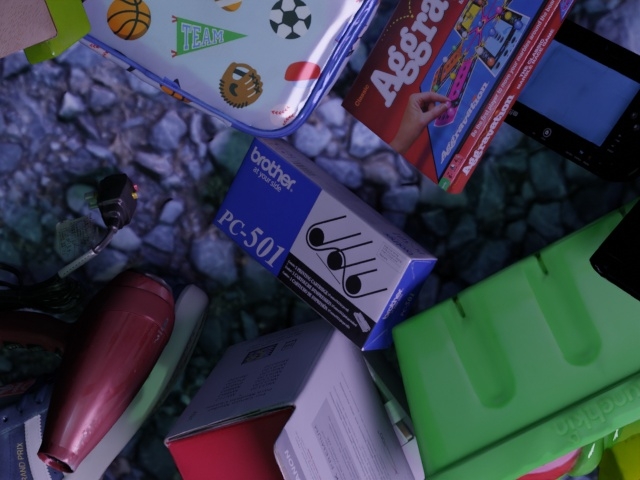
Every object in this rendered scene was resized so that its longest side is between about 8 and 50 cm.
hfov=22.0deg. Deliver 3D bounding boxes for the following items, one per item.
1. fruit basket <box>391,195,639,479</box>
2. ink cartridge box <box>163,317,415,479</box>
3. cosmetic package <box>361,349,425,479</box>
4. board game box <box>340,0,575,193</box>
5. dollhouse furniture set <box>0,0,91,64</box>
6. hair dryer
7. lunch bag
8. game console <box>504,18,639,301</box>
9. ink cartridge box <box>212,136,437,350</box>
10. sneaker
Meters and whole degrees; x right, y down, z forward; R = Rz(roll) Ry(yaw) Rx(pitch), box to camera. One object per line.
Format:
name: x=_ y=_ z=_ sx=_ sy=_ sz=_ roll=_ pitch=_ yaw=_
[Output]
fruit basket: x=0.287 y=0.166 z=1.438 sx=0.392 sy=0.283 sz=0.392 roll=0 pitch=91 yaw=17
ink cartridge box: x=-0.005 y=0.261 z=1.426 sx=0.130 sy=0.272 sz=0.309 roll=-18 pitch=104 yaw=19
cosmetic package: x=0.061 y=0.201 z=1.573 sx=0.099 sy=0.060 sz=0.239 roll=-34 pitch=99 yaw=17
board game box: x=0.136 y=-0.197 z=1.422 sx=0.145 sy=0.027 sz=0.281 roll=42 pitch=112 yaw=33
dollhouse furniture set: x=-0.374 y=-0.208 z=1.412 sx=0.301 sy=0.151 sz=0.197 roll=-11 pitch=105 yaw=40
hair dryer: x=-0.230 y=0.091 z=1.497 sx=0.224 sy=0.293 sz=0.080 roll=-33 pitch=131 yaw=15
lunch bag: x=-0.096 y=-0.251 z=1.438 sx=0.303 sy=0.115 sz=0.243 roll=31 pitch=106 yaw=-2
game console: x=0.257 y=-0.077 z=1.340 sx=0.213 sy=0.361 sz=0.044 roll=-49 pitch=135 yaw=-4
ink cartridge box: x=0.000 y=0.000 z=1.478 sx=0.207 sy=0.046 sz=0.097 roll=39 pitch=112 yaw=31
sneaker: x=-0.246 y=0.159 z=1.574 sx=0.148 sy=0.131 sz=0.350 roll=37 pitch=105 yaw=1
